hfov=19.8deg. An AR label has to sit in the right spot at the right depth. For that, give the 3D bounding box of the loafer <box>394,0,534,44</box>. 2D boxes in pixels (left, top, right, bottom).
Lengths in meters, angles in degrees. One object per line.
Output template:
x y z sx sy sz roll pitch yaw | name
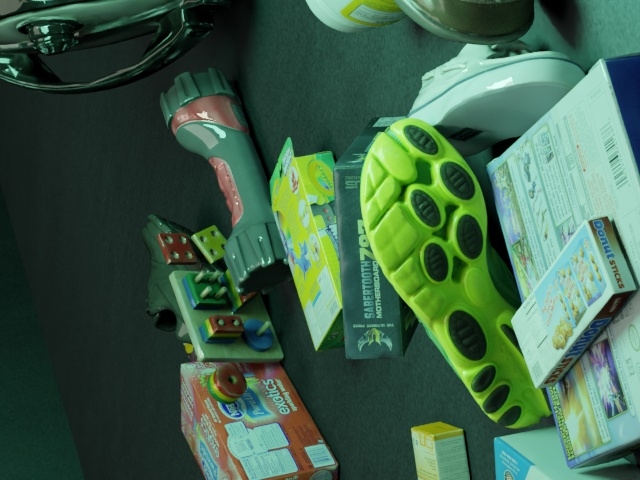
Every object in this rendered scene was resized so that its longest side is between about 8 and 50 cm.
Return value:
0.096 -0.333 1.525 0.130 0.134 0.366 120 137 -62 | loafer

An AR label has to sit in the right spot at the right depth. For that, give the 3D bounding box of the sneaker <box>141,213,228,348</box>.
-0.202 0.055 2.548 0.130 0.109 0.286 -58 27 7 | sneaker

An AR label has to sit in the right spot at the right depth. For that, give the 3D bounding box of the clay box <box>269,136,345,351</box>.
0.000 0.000 2.091 0.127 0.053 0.222 118 140 -61 | clay box

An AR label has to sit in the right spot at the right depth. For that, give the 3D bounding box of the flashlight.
-0.117 -0.073 2.315 0.103 0.103 0.304 112 144 -55 | flashlight

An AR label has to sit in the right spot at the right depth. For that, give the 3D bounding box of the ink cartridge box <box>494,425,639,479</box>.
0.214 0.270 1.565 0.139 0.082 0.190 -146 48 -65 | ink cartridge box

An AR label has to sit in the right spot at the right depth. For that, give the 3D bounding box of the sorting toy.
-0.116 0.082 2.367 0.046 0.132 0.274 -46 54 38 | sorting toy

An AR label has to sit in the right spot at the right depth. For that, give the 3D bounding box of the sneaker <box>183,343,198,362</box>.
-0.134 0.158 2.556 0.084 0.070 0.185 64 162 -7 | sneaker

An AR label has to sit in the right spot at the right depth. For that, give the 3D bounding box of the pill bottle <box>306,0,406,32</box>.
0.058 -0.265 1.691 0.208 0.119 0.119 154 106 -70 | pill bottle

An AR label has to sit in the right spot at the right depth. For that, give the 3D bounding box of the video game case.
0.230 0.023 1.427 0.244 0.061 0.269 135 124 -66 | video game case

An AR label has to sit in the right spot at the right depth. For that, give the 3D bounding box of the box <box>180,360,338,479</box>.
-0.083 0.264 2.345 0.257 0.128 0.122 -124 31 -49 | box

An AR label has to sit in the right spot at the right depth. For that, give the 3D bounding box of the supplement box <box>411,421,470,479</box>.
0.125 0.240 1.874 0.062 0.036 0.098 -176 76 -71 | supplement box

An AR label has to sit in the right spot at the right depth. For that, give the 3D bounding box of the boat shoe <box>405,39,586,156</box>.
0.142 -0.135 1.557 0.258 0.095 0.084 -14 64 62 | boat shoe

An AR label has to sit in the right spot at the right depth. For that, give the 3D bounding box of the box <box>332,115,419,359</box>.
0.063 -0.008 1.735 0.232 0.059 0.183 -54 -39 -70 | box

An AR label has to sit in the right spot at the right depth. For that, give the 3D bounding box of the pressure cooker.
-0.305 -0.394 2.285 0.370 0.376 0.420 165 95 -68 | pressure cooker

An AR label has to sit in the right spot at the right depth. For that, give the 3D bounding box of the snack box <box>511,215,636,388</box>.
0.193 0.051 1.419 0.178 0.022 0.064 116 142 -59 | snack box

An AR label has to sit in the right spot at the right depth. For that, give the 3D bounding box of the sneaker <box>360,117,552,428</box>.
0.113 0.031 1.609 0.295 0.109 0.123 63 176 -15 | sneaker
